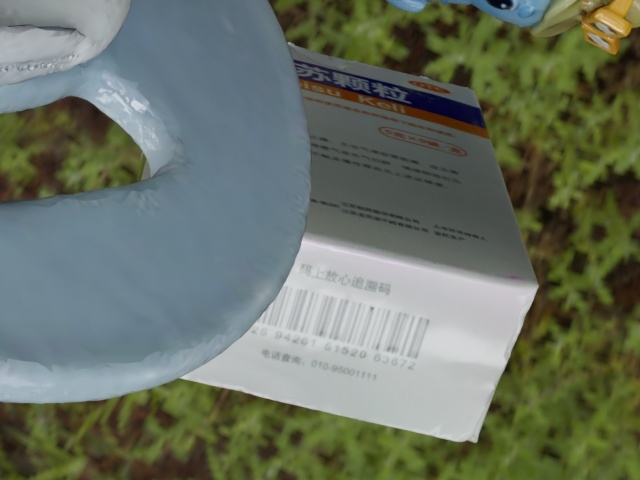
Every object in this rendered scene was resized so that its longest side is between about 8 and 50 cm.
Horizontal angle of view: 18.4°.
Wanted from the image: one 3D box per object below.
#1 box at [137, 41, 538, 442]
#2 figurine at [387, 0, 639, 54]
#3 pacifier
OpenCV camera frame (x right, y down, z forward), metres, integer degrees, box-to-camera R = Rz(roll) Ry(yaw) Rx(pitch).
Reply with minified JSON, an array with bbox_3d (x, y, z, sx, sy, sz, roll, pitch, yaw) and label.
[{"bbox_3d":[-0.002,-0.017,1.137,0.200,0.299,0.106,14,114,-8],"label":"box"},{"bbox_3d":[0.109,-0.216,1.254,0.262,0.154,0.180,29,151,20],"label":"figurine"},{"bbox_3d":[-0.145,-0.070,0.417,0.233,0.244,0.299,-42,73,36],"label":"pacifier"}]
